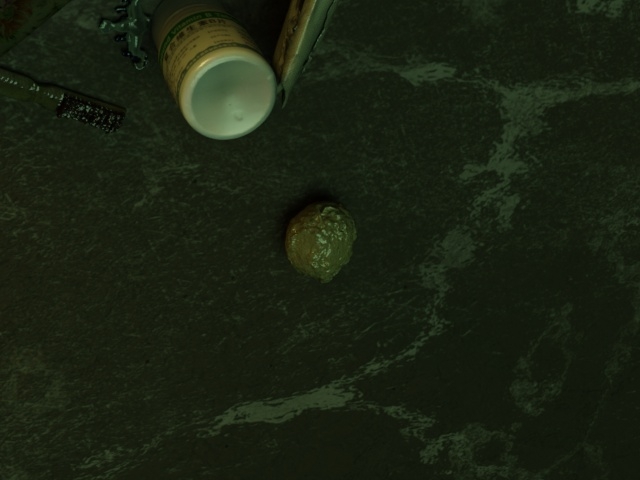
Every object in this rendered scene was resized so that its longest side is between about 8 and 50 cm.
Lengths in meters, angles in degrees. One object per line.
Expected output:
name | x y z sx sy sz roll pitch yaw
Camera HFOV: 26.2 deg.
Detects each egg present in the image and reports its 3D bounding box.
egg | 0.000 0.000 2.254 0.118 0.116 0.140 21 114 -5

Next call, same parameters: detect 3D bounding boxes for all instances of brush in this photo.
brush | -0.389 -0.203 1.968 0.248 0.036 0.043 18 109 -35

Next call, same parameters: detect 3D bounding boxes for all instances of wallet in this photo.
wallet | -0.001 -0.340 1.943 0.068 0.275 0.335 24 116 0

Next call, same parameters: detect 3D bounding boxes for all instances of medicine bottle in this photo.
medicine bottle | -0.155 -0.252 1.913 0.139 0.237 0.139 -10 127 -14

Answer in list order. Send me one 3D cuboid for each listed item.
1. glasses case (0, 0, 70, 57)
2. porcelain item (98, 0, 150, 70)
glasses case | -0.364 -0.390 1.807 0.425 0.098 0.156 -39 126 3
porcelain item | -0.279 -0.305 1.959 0.075 0.021 0.136 -7 125 -22
